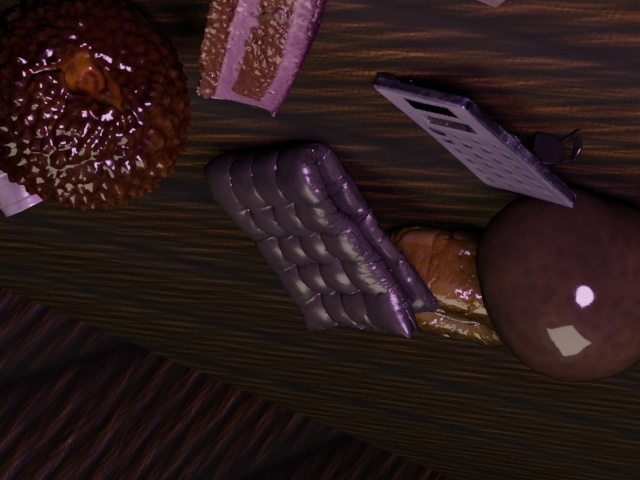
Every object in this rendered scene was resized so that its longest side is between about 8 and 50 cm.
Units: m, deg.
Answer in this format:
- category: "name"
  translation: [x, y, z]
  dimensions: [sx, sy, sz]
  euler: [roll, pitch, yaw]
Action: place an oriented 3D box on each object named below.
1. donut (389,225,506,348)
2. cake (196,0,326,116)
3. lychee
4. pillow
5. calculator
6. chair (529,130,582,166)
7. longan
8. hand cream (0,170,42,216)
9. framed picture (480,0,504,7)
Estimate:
- category: "donut"
  translation: [0.208, 0.068, 2.319]
  dimensions: [0.261, 0.128, 0.208]
  euler: [10, 160, 17]
- category: "cake"
  translation: [-0.050, -0.254, 1.629]
  dimensions: [0.116, 0.113, 0.295]
  euler: [23, 150, -1]
- category: "lychee"
  translation: [-0.280, -0.157, 1.825]
  dimensions: [0.267, 0.267, 0.267]
  euler: [14, 163, 4]
- category: "pillow"
  translation: [0.000, 0.000, 2.198]
  dimensions: [0.228, 0.101, 0.326]
  euler: [-5, 127, 46]
- category: "calculator"
  translation: [0.185, -0.118, 1.866]
  dimensions: [0.161, 0.021, 0.261]
  euler: [20, 169, 48]
- category: "chair"
  translation: [0.275, -0.109, 1.865]
  dimensions: [0.042, 0.037, 0.086]
  euler: [11, 170, -14]
- category: "longan"
  translation: [0.327, 0.052, 1.996]
  dimensions: [0.258, 0.258, 0.258]
  euler: [14, 163, 4]
- category: "hand cream"
  translation: [-0.433, -0.183, 1.963]
  dimensions: [0.111, 0.070, 0.312]
  euler: [-11, 106, 59]
- category: "framed picture"
  translation: [0.136, -0.294, 1.445]
  dimensions: [0.184, 0.016, 0.250]
  euler: [20, 162, -15]
